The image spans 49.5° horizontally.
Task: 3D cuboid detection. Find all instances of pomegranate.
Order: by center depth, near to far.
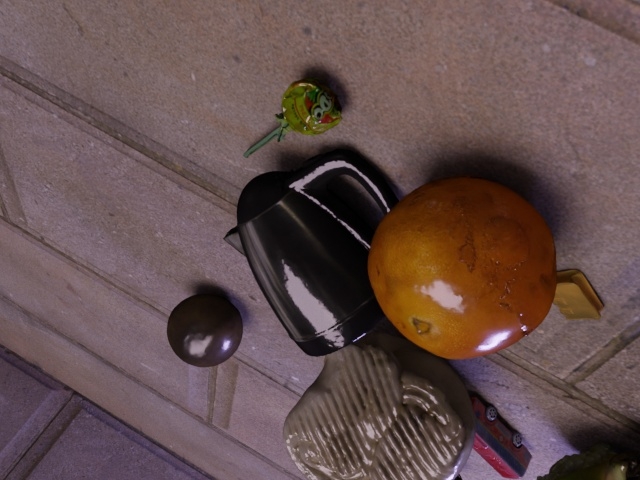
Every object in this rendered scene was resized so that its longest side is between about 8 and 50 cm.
[{"bbox_3d":[0.489,0.459,1.168,0.261,0.260,0.340,22,143,19],"label":"pomegranate"}]

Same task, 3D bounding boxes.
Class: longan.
[{"bbox_3d":[-0.260,0.201,1.569,0.187,0.167,0.167,-35,109,33],"label":"longan"}]

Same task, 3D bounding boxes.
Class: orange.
[{"bbox_3d":[0.180,0.032,0.893,0.240,0.240,0.240,23,146,17],"label":"orange"}]

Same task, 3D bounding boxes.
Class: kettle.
[{"bbox_3d":[-0.014,0.011,1.059,0.271,0.207,0.251,52,151,-13],"label":"kettle"}]

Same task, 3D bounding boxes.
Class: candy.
[{"bbox_3d":[-0.054,-0.163,1.001,0.077,0.073,0.262,60,151,-6],"label":"candy"}]

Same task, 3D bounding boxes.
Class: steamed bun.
[{"bbox_3d":[0.128,0.335,1.295,0.310,0.219,0.324,32,106,19],"label":"steamed bun"}]

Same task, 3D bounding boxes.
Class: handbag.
[{"bbox_3d":[0.353,0.080,0.977,0.061,0.027,0.083,-12,127,48],"label":"handbag"}]

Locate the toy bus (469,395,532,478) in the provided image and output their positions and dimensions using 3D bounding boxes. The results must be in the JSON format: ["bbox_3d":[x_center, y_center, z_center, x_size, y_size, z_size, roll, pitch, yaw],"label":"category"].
[{"bbox_3d":[0.331,0.384,1.350,0.192,0.077,0.065,45,144,-17],"label":"toy bus"}]

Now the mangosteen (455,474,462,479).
[{"bbox_3d":[0.234,0.538,1.577,0.166,0.166,0.180,2,162,40],"label":"mangosteen"}]
